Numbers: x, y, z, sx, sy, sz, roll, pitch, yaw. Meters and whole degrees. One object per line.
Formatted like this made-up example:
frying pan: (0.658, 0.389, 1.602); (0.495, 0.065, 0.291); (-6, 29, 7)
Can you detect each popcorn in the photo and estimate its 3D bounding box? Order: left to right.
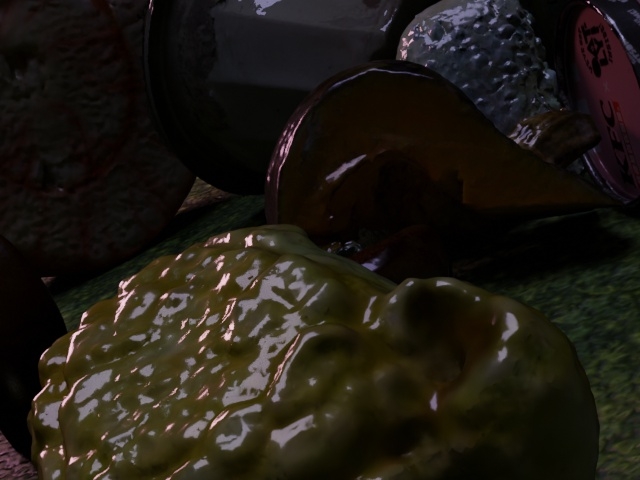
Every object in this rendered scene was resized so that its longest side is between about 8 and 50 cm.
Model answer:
popcorn: (-0.027, 0.109, 0.763); (0.286, 0.174, 0.225); (11, 51, 43)

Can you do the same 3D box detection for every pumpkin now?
pumpkin: (0.080, -0.065, 1.105); (0.248, 0.126, 0.131); (-3, -9, 7)

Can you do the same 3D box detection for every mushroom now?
mushroom: (0.014, 0.039, 1.060); (0.135, 0.080, 0.170); (-16, 5, -30)

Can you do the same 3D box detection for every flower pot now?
flower pot: (0.023, -0.164, 1.375); (0.259, 0.290, 0.290); (12, 37, 45)

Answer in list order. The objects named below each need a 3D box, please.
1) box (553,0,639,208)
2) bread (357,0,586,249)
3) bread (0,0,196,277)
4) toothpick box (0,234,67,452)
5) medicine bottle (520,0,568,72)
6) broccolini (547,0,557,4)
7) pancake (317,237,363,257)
box: (0.252, -0.111, 1.106); (0.135, 0.151, 0.151); (-16, 16, -9)
bread: (0.117, -0.077, 1.200); (0.232, 0.172, 0.064); (-63, -5, -3)
bread: (-0.267, -0.114, 1.486); (0.327, 0.295, 0.114); (4, 4, -26)
toothpick box: (-0.316, 0.109, 1.098); (0.294, 0.192, 0.192); (-34, 19, -13)
medicine bottle: (0.267, -0.212, 1.367); (0.151, 0.151, 0.322); (-33, 20, -31)
broccolini: (0.105, -0.284, 1.383); (0.062, 0.123, 0.271); (-40, 36, -6)
pancake: (0.002, -0.001, 1.289); (0.129, 0.023, 0.116); (-13, 19, 16)
